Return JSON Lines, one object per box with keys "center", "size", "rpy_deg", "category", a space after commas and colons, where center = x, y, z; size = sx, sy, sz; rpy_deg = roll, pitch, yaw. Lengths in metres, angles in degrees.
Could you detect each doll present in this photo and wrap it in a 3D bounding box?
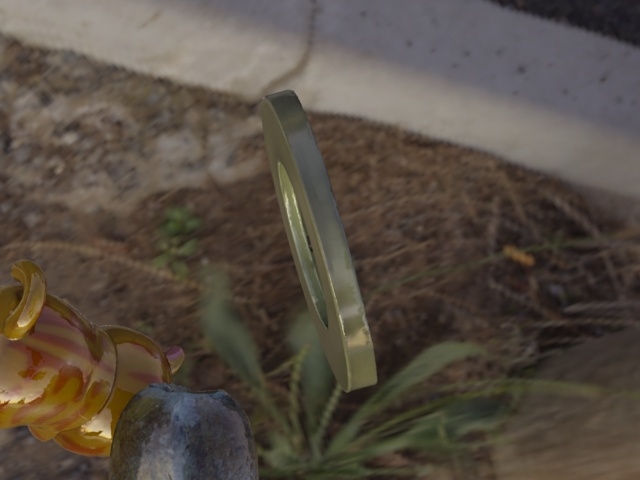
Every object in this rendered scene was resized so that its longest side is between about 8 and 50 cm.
{"center": [-0.280, 0.146, 1.942], "size": [0.270, 0.162, 0.166], "rpy_deg": [31, 58, -45], "category": "doll"}

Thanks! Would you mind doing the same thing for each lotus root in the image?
{"center": [-0.143, 0.309, 1.858], "size": [0.158, 0.140, 0.322], "rpy_deg": [-1, 99, -8], "category": "lotus root"}

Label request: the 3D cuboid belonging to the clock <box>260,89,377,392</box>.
{"center": [0.000, 0.000, 1.330], "size": [0.029, 0.235, 0.235], "rpy_deg": [-16, 83, -6], "category": "clock"}
